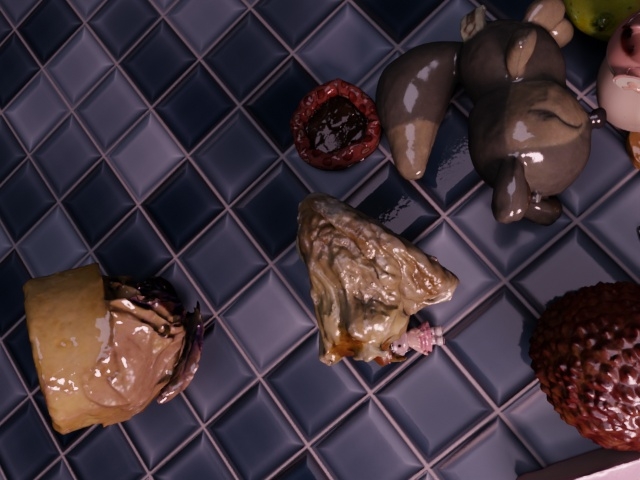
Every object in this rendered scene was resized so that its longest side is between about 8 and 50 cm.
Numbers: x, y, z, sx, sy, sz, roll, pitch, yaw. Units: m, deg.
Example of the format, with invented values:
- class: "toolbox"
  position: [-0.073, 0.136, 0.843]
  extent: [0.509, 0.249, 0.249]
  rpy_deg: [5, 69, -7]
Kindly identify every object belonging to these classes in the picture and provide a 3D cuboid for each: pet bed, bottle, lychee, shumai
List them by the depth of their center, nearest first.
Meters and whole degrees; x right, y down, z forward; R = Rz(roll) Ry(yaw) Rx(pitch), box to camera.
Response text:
- class: "lychee"
  position: [0.468, 0.190, 0.805]
  extent: [0.264, 0.264, 0.300]
  rpy_deg: [-51, 47, 5]
- class: "bottle"
  position: [0.500, -0.267, 0.817]
  extent: [0.147, 0.236, 0.148]
  rpy_deg: [-4, 81, 27]
- class: "shumai"
  position: [0.048, 0.089, 0.937]
  extent: [0.314, 0.267, 0.263]
  rpy_deg: [34, 89, -16]
- class: "pet bed"
  position: [0.030, -0.238, 1.116]
  extent: [0.201, 0.053, 0.202]
  rpy_deg: [-5, 77, 21]

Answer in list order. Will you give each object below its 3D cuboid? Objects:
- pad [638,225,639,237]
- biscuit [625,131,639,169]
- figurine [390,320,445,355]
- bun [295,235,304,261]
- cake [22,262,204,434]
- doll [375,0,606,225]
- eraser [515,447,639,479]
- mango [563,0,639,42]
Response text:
- class: "pad"
  position: [0.646, 0.073, 0.891]
  extent: [0.174, 0.022, 0.233]
  rpy_deg: [-9, 79, 17]
- class: "biscuit"
  position: [0.732, -0.229, 0.881]
  extent: [0.384, 0.062, 0.366]
  rpy_deg: [16, 89, 23]
- class: "figurine"
  position: [0.170, 0.191, 1.013]
  extent: [0.129, 0.054, 0.072]
  rpy_deg: [-9, 88, 11]
- class: "bun"
  position: [0.000, 0.000, 1.082]
  extent: [0.115, 0.069, 0.115]
  rpy_deg: [-3, 81, 18]
- class: "cake"
  position: [-0.403, 0.195, 1.101]
  extent: [0.320, 0.332, 0.333]
  rpy_deg: [-11, 76, -22]
- class: "doll"
  position: [0.299, -0.195, 0.970]
  extent: [0.378, 0.252, 0.383]
  rpy_deg: [-11, 74, 49]
- class: "eraser"
  position: [0.507, 0.513, 0.824]
  extent: [0.272, 0.122, 0.360]
  rpy_deg: [-25, 77, 11]
- class: "mango"
  position: [0.525, -0.512, 0.924]
  extent: [0.225, 0.201, 0.382]
  rpy_deg: [5, 68, 15]
